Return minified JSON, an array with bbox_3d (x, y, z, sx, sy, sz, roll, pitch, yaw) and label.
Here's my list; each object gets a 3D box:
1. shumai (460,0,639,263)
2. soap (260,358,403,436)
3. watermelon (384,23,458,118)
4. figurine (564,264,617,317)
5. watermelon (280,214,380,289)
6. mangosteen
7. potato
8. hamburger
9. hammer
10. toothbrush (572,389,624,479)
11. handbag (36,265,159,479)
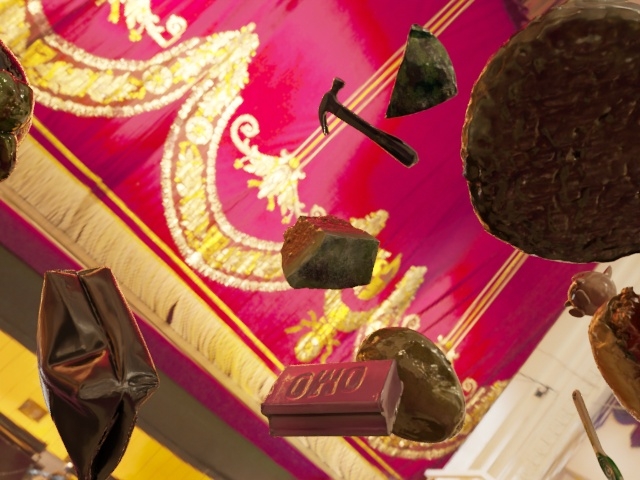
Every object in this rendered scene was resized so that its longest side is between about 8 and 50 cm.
[{"bbox_3d":[0.374,-0.196,0.836,0.395,0.395,0.348,49,20,-26],"label":"shumai"},{"bbox_3d":[0.020,0.248,0.836,0.203,0.122,0.066,-9,-71,23],"label":"soap"},{"bbox_3d":[0.201,-0.397,1.258,0.202,0.136,0.207,-5,-84,55],"label":"watermelon"},{"bbox_3d":[0.713,0.137,1.399,0.125,0.138,0.125,35,-34,29],"label":"figurine"},{"bbox_3d":[0.000,0.000,1.229,0.257,0.192,0.140,-119,-147,-60],"label":"watermelon"},{"bbox_3d":[-0.492,-0.180,0.700,0.243,0.243,0.243,40,-13,11],"label":"mangosteen"},{"bbox_3d":[0.162,0.266,0.974,0.235,0.160,0.178,37,-40,21],"label":"potato"},{"bbox_3d":[0.567,0.183,0.895,0.244,0.244,0.163,44,-39,-6],"label":"hamburger"},{"bbox_3d":[0.117,-0.269,1.319,0.289,0.137,0.037,38,27,11],"label":"hammer"},{"bbox_3d":[0.455,0.355,0.833,0.030,0.030,0.304,48,24,-22],"label":"toothbrush"},{"bbox_3d":[-0.403,0.235,0.904,0.342,0.152,0.288,48,-51,43],"label":"handbag"}]
